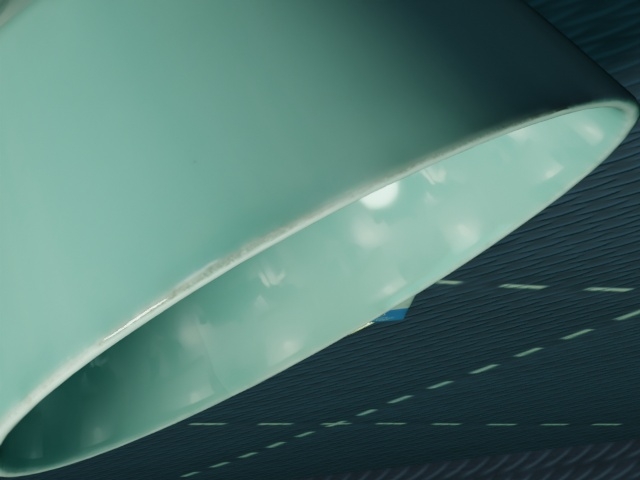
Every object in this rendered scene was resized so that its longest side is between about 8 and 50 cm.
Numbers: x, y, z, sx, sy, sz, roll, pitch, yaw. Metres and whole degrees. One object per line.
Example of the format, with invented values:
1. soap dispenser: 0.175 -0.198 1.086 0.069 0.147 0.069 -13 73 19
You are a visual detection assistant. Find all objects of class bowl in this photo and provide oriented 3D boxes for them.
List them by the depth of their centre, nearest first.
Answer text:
1. bowl: -0.038 -0.043 0.774 0.311 0.163 0.311 -28 169 -6

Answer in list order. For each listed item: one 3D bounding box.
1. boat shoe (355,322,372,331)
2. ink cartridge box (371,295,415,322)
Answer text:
1. boat shoe: -0.009 0.064 1.507 0.170 0.063 0.059 -16 156 36
2. ink cartridge box: 0.000 0.000 1.230 0.134 0.078 0.231 -4 166 -5
